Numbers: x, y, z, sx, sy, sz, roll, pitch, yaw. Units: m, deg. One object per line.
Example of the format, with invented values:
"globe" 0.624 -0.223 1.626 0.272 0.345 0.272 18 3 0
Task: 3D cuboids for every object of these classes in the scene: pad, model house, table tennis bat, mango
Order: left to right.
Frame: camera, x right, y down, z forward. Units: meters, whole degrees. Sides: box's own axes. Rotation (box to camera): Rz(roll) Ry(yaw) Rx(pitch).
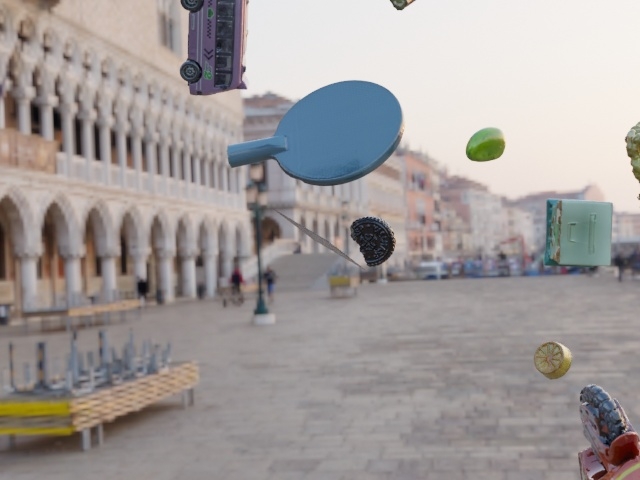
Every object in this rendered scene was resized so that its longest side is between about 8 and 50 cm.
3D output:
"table tennis bat" -0.009 -0.186 1.738 0.329 0.215 0.044 -12 -30 13
"pad" 0.000 0.000 1.871 0.143 0.003 0.211 30 -3 28
"mango" 0.347 -0.200 2.042 0.108 0.073 0.056 -30 34 -33
"model house" 0.471 -0.014 1.799 0.101 0.127 0.149 3 0 -1

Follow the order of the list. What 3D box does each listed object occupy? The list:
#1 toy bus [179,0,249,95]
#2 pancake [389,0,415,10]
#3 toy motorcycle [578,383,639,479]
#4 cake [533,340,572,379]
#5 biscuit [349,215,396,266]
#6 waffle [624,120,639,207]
"toy bus" -0.166 -0.334 1.554 0.108 0.198 0.096 3 20 -1
"pancake" 0.124 -0.530 1.750 0.029 0.211 0.235 -2 -6 38
"toy motorcycle" 0.348 0.305 1.097 0.089 0.298 0.171 -24 31 -12
"cake" 0.522 0.268 2.174 0.084 0.084 0.044 -4 -26 47
"biscuit" 0.089 0.001 1.697 0.087 0.089 0.027 17 16 2
"waffle" 0.634 -0.083 1.777 0.058 0.300 0.281 -21 18 30
